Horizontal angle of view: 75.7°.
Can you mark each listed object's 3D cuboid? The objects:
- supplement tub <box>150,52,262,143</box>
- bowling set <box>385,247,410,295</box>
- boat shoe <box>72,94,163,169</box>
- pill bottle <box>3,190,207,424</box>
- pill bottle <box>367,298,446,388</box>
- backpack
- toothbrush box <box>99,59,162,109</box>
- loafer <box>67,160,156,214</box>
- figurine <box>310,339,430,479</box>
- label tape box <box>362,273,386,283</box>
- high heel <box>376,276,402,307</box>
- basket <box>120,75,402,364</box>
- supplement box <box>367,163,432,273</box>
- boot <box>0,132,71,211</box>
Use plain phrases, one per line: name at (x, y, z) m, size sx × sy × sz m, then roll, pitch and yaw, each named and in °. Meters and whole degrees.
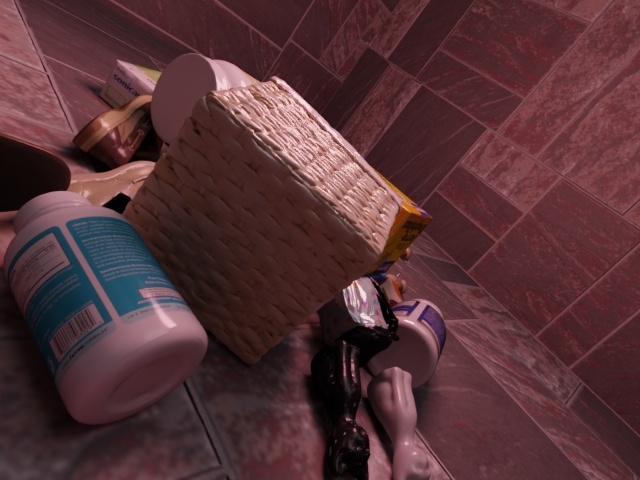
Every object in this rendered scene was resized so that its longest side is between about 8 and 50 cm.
supplement tub at (-0.215, -0.289, 1.011) m, size 0.235 × 0.235 × 0.325 m, roll 47°, pitch 18°, yaw 23°
bowling set at (0.201, 0.029, 1.378) m, size 0.200 × 0.286 × 0.154 m, roll 10°, pitch -6°, yaw 33°
boat shoe at (-0.426, -0.243, 0.951) m, size 0.123 × 0.123 × 0.342 m, roll 47°, pitch 14°, yaw -21°
pill bottle at (-0.257, 0.059, 0.474) m, size 0.264 × 0.146 × 0.146 m, roll 47°, pitch 20°, yaw 24°
pill bottle at (0.207, 0.221, 0.949) m, size 0.153 × 0.153 × 0.265 m, roll 43°, pitch 19°, yaw 14°
backpack at (0.063, 0.145, 0.823) m, size 0.115 × 0.152 × 0.181 m, roll 22°, pitch 40°, yaw -31°
toothbrush box at (-0.462, -0.404, 1.235) m, size 0.206 × 0.122 × 0.283 m, roll 40°, pitch 17°, yaw 3°
loafer at (-0.342, -0.067, 0.706) m, size 0.092 × 0.102 × 0.268 m, roll 42°, pitch 28°, yaw 5°
figurine at (0.088, 0.299, 0.671) m, size 0.215 × 0.092 × 0.209 m, roll 31°, pitch 27°, yaw -24°
label tape box at (-0.021, 0.016, 1.084) m, size 0.348 × 0.115 × 0.249 m, roll 44°, pitch 18°, yaw 24°
high heel at (0.136, 0.156, 1.061) m, size 0.082 × 0.117 × 0.244 m, roll 66°, pitch 20°, yaw 4°
basket at (-0.092, -0.031, 0.682) m, size 0.331 × 0.328 × 0.266 m, roll 43°, pitch 26°, yaw -6°
supplement box at (0.063, -0.100, 1.028) m, size 0.356 × 0.195 × 0.194 m, roll 45°, pitch 19°, yaw 22°
boot at (-0.475, -0.104, 0.486) m, size 0.306 × 0.112 × 0.115 m, roll 0°, pitch 29°, yaw -44°
